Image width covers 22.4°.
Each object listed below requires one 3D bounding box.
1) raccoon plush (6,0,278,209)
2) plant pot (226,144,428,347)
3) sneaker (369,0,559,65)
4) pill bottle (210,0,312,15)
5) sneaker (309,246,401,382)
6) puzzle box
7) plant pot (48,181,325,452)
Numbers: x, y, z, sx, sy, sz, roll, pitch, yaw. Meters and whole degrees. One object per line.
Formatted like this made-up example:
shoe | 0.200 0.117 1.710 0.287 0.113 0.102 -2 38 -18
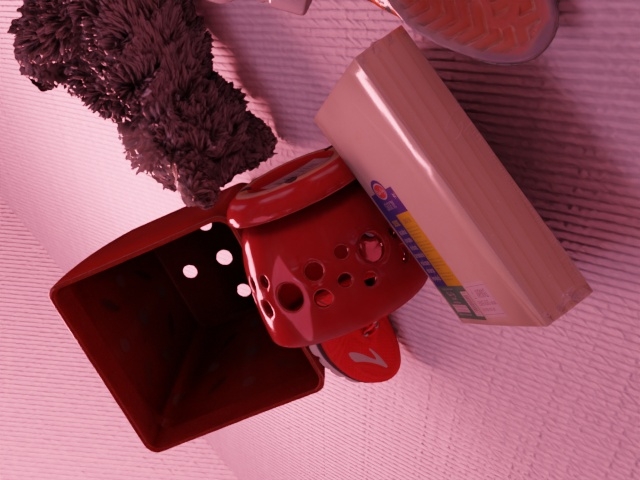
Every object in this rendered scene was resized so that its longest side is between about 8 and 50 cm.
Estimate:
raccoon plush | -0.187 -0.225 1.828 0.299 0.216 0.446 41 159 15
plant pot | 0.000 0.000 1.767 0.174 0.191 0.191 65 160 -11
sneaker | 0.073 -0.235 1.310 0.302 0.108 0.121 35 -170 19
pill bottle | -0.107 -0.288 1.466 0.229 0.131 0.131 19 158 2
sneaker | 0.037 0.076 1.953 0.118 0.107 0.279 17 142 48
puzzle box | 0.106 -0.044 1.493 0.272 0.052 0.409 54 175 -1
plant pot | -0.150 0.074 2.116 0.267 0.267 0.236 61 -160 -19
